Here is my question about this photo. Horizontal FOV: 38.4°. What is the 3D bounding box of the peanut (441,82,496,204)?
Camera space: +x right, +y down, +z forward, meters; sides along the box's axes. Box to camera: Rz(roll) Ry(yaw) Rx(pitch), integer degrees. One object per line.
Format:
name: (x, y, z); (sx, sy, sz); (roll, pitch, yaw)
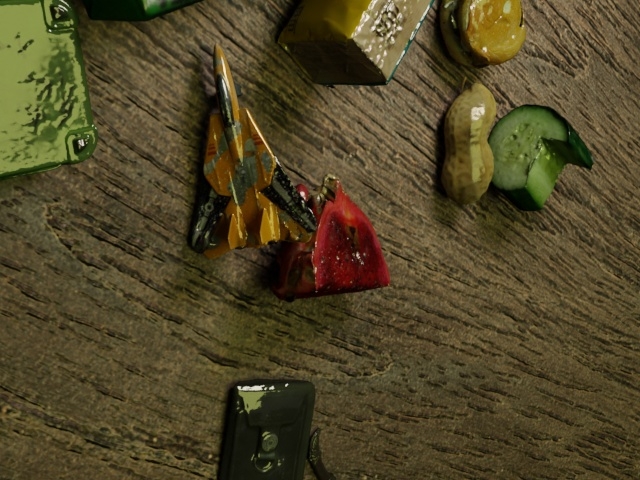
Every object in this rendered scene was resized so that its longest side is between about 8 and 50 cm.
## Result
peanut: (0.281, -0.182, 1.734); (0.103, 0.098, 0.230); (-37, 131, -77)

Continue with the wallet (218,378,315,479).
wallet: (-0.090, 0.357, 1.558); (0.168, 0.052, 0.245); (4, 98, -36)

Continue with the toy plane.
toy plane: (-0.126, -0.139, 1.408); (0.103, 0.204, 0.316); (5, 76, -79)

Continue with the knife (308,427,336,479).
knife: (0.017, 0.441, 1.673); (0.045, 0.021, 0.222); (-34, 117, -33)

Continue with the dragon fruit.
dragon fruit: (0.000, 0.000, 1.528); (0.262, 0.134, 0.212); (9, 78, -59)

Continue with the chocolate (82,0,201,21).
chocolate: (-0.201, -0.484, 1.199); (0.360, 0.161, 0.341); (-36, 113, -43)

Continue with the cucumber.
cucumber: (0.415, -0.164, 1.805); (0.130, 0.191, 0.191); (40, 73, -35)

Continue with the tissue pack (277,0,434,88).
tissue pack: (0.074, -0.391, 1.466); (0.134, 0.192, 0.271); (40, 72, -38)

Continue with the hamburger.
hamburger: (0.291, -0.410, 1.701); (0.185, 0.113, 0.177); (7, 99, -32)

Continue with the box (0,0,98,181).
box: (-0.435, -0.180, 1.100); (0.328, 0.177, 0.253); (-18, 107, -36)
